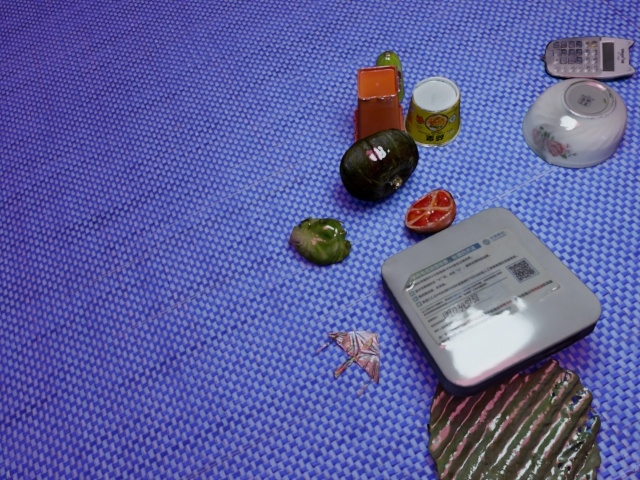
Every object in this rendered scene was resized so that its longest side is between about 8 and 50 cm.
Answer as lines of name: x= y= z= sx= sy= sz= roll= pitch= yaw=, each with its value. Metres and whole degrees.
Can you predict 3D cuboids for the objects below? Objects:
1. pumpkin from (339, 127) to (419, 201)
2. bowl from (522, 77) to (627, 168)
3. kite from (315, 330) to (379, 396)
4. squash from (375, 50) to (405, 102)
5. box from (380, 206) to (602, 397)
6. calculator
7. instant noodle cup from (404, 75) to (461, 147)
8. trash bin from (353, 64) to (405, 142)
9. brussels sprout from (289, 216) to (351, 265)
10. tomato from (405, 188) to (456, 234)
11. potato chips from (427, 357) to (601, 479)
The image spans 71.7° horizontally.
pumpkin: x=0.168 y=-0.206 z=1.251 sx=0.237 sy=0.238 sz=0.159 roll=-26 pitch=70 yaw=-3
bowl: x=0.743 y=-0.359 z=1.274 sx=0.276 sy=0.145 sz=0.277 roll=-3 pitch=65 yaw=6
kite: x=0.093 y=0.296 z=1.155 sx=0.160 sy=0.010 sz=0.183 roll=-42 pitch=70 yaw=-14
squash: x=0.220 y=-0.527 z=1.406 sx=0.095 sy=0.188 sz=0.095 roll=-4 pitch=63 yaw=9
box: x=0.395 y=0.130 z=1.095 sx=0.395 sy=0.111 sz=0.397 roll=-25 pitch=51 yaw=-3
calculator: x=0.845 y=-0.579 z=1.409 sx=0.267 sy=0.040 sz=0.177 roll=10 pitch=68 yaw=14
instant noodle cup: x=0.346 y=-0.400 z=1.352 sx=0.182 sy=0.144 sz=0.182 roll=-4 pitch=65 yaw=8
trash bin: x=0.173 y=-0.381 z=1.320 sx=0.161 sy=0.239 sz=0.185 roll=-2 pitch=68 yaw=8
brussels sprout: x=-0.001 y=0.000 z=1.261 sx=0.180 sy=0.100 sz=0.139 roll=9 pitch=87 yaw=1
tomato: x=0.314 y=-0.066 z=1.240 sx=0.155 sy=0.069 sz=0.156 roll=-29 pitch=30 yaw=18
potato chips: x=0.428 y=0.445 z=0.985 sx=0.372 sy=0.097 sz=0.390 roll=12 pitch=63 yaw=17
